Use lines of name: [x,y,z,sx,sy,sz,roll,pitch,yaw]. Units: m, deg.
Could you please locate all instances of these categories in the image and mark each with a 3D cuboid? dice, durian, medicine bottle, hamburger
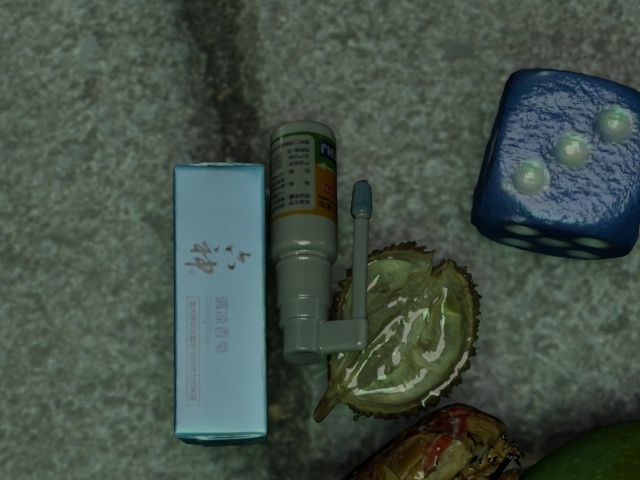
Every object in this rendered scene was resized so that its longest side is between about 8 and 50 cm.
dice: [0.216,-0.067,1.423,0.146,0.143,0.147,11,82,3]
durian: [0.066,0.096,1.416,0.188,0.091,0.148,-44,66,-6]
medicine bottle: [0.000,0.000,1.410,0.092,0.061,0.221,-7,62,14]
hamburger: [0.068,0.223,1.333,0.231,0.231,0.107,-39,82,-7]

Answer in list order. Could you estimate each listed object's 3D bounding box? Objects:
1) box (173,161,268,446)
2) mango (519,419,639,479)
box: [-0.085,0.059,1.391,0.083,0.142,0.232,-2,81,-3]
mango: [0.207,0.290,1.329,0.382,0.225,0.201,-31,57,-6]
